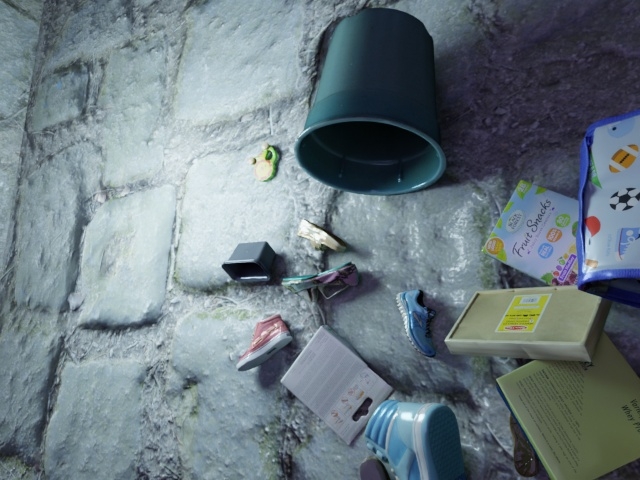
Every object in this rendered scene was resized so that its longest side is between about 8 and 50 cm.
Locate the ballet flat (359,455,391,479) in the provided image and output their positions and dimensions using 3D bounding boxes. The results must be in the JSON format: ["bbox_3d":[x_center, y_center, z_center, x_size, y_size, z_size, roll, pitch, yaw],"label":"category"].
[{"bbox_3d":[0.139,0.593,1.085,0.084,0.058,0.249,-18,72,4],"label":"ballet flat"}]

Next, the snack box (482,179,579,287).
[{"bbox_3d":[0.467,-0.004,1.029,0.207,0.070,0.174,29,94,36],"label":"snack box"}]

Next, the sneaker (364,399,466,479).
[{"bbox_3d":[0.190,0.480,1.053,0.208,0.127,0.318,-4,88,52],"label":"sneaker"}]

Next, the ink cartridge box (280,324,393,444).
[{"bbox_3d":[0.040,0.344,1.224,0.225,0.056,0.181,38,98,15],"label":"ink cartridge box"}]

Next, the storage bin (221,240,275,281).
[{"bbox_3d":[-0.190,0.058,1.417,0.135,0.098,0.091,-4,47,32],"label":"storage bin"}]

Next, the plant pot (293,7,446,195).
[{"bbox_3d":[0.129,-0.329,1.193,0.341,0.341,0.334,-5,67,31],"label":"plant pot"}]

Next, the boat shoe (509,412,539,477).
[{"bbox_3d":[0.404,0.377,0.985,0.056,0.048,0.152,-11,65,34],"label":"boat shoe"}]

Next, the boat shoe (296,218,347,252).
[{"bbox_3d":[0.000,0.000,1.328,0.170,0.063,0.059,32,97,43],"label":"boat shoe"}]

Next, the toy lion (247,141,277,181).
[{"bbox_3d":[-0.165,-0.228,1.511,0.100,0.034,0.096,-45,65,13],"label":"toy lion"}]

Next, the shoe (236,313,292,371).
[{"bbox_3d":[-0.161,0.272,1.352,0.178,0.063,0.081,-37,59,12],"label":"shoe"}]

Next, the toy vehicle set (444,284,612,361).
[{"bbox_3d":[0.384,0.151,0.950,0.267,0.035,0.166,-10,26,48],"label":"toy vehicle set"}]

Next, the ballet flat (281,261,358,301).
[{"bbox_3d":[-0.002,0.114,1.294,0.222,0.077,0.079,-16,88,27],"label":"ballet flat"}]

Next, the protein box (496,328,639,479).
[{"bbox_3d":[0.452,0.296,0.889,0.201,0.136,0.199,-29,62,6],"label":"protein box"}]

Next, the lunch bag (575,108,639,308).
[{"bbox_3d":[0.633,-0.050,0.822,0.386,0.239,0.327,4,69,24],"label":"lunch bag"}]

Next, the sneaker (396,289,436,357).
[{"bbox_3d":[0.226,0.181,1.133,0.073,0.063,0.162,-26,64,20],"label":"sneaker"}]
